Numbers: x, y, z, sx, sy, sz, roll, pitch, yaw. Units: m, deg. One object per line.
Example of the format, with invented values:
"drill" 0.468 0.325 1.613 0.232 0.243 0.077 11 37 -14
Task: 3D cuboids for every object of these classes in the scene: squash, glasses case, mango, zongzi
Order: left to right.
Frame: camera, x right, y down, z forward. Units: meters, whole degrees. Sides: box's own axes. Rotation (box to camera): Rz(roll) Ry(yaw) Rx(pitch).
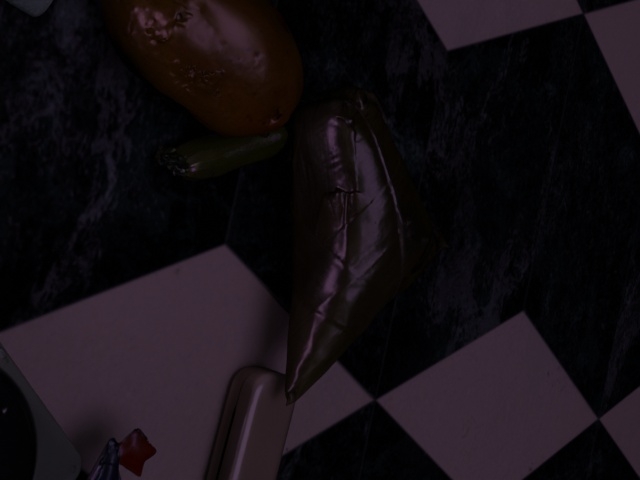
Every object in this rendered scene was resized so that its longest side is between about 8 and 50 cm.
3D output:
"mango" -0.115 -0.207 1.071 0.249 0.151 0.156 39 32 -33
"squash" -0.104 -0.101 1.154 0.183 0.052 0.052 -24 114 -44
"glasses case" -0.085 0.249 1.239 0.083 0.050 0.196 21 82 -44
"zongzi" 0.000 0.000 1.211 0.300 0.145 0.273 -49 128 -31

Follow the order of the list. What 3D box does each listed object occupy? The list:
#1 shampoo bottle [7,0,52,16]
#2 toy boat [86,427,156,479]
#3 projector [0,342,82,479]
"shampoo bottle" -0.313 -0.271 0.909 0.191 0.041 0.069 28 82 -45
"toy boat" -0.265 0.351 1.040 0.318 0.072 0.219 -50 144 -33
"projector" -0.363 0.206 0.915 0.259 0.079 0.257 -45 128 -29
